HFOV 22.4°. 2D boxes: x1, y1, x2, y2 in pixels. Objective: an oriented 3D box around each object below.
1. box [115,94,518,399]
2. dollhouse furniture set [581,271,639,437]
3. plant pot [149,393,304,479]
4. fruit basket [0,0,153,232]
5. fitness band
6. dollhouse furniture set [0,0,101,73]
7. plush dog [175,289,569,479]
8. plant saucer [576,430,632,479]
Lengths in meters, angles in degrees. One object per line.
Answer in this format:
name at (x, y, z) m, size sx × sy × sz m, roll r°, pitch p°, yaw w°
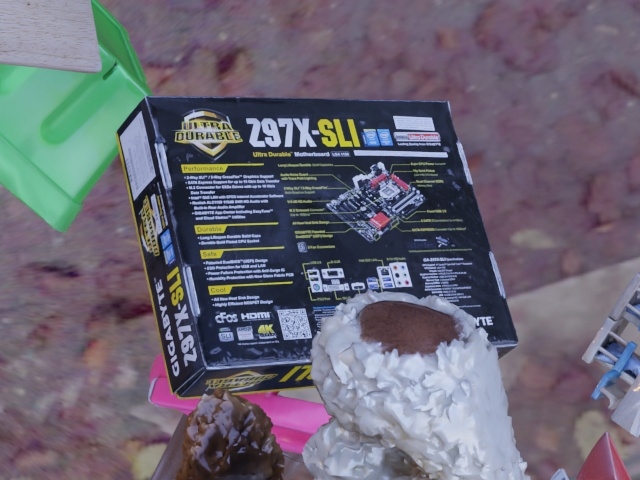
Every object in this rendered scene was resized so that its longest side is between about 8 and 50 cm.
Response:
box at (0.000, 0.000, 1.442) m, size 0.322 × 0.079 × 0.257 m, roll -3°, pitch 65°, yaw -30°
dollhouse furniture set at (0.370, 0.122, 1.833) m, size 0.129 × 0.183 × 0.129 m, roll 37°, pitch 109°, yaw 23°
plant pot at (-0.099, 0.240, 1.788) m, size 0.167 × 0.167 × 0.165 m, roll 31°, pitch 89°, yaw -14°
fruit basket at (-0.400, -0.146, 1.625) m, size 0.392 × 0.283 × 0.392 m, roll -10°, pitch 127°, yaw -13°
fitness band at (-0.038, 0.166, 1.532) m, size 0.209 × 0.291 × 0.054 m, roll 30°, pitch 72°, yaw -42°
dollhouse furniture set at (-0.192, -0.121, 0.629) m, size 0.123 × 0.151 × 0.144 m, roll -2°, pitch 80°, yaw -57°
plush dog at (-0.001, 0.183, 0.834) m, size 0.210 × 0.225 × 0.262 m, roll 52°, pitch 39°, yaw -39°
plant saucer at (0.313, 0.359, 1.587) m, size 0.048 × 0.259 × 0.258 m, roll -17°, pitch 50°, yaw 15°
